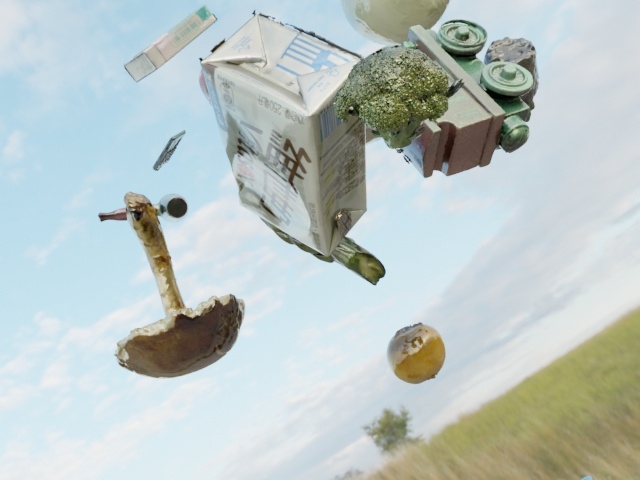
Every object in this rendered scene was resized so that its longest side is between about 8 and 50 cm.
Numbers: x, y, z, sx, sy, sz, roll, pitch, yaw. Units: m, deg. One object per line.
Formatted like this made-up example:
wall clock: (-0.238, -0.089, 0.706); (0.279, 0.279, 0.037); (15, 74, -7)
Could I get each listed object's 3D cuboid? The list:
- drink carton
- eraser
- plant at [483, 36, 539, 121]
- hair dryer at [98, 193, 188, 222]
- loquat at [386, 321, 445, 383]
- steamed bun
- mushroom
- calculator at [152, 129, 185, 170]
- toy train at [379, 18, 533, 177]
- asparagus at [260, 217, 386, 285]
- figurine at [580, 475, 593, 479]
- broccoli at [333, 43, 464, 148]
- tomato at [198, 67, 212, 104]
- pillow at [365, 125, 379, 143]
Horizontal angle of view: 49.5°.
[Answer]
drink carton: (-0.042, -0.146, 1.032); (0.132, 0.194, 0.324); (-48, -27, -25)
eraser: (-0.329, -0.438, 1.534); (0.095, 0.052, 0.225); (-12, 33, 46)
plant: (0.441, -0.368, 1.631); (0.129, 0.132, 0.194); (-54, -32, -36)
hair dryer: (-0.308, -0.048, 1.215); (0.154, 0.054, 0.106); (-11, 5, -11)
loquat: (0.223, 0.260, 1.603); (0.141, 0.141, 0.141); (-27, -22, -12)
steamed bun: (0.176, -0.659, 1.739); (0.233, 0.312, 0.334); (18, -9, -29)
mushroom: (-0.233, 0.090, 1.207); (0.208, 0.302, 0.233); (4, -12, 6)
calculator: (-0.407, -0.239, 1.859); (0.057, 0.018, 0.172); (-45, 3, -38)
toy train: (0.204, -0.245, 1.159); (0.221, 0.304, 0.150); (-18, -38, -17)
asparagus: (0.000, 0.000, 1.392); (0.080, 0.287, 0.080); (-59, -13, -23)
figurine: (0.532, 0.516, 1.206); (0.103, 0.260, 0.205); (-44, 1, 11)
broccoli: (0.087, -0.167, 0.812); (0.131, 0.130, 0.120); (-44, -39, -38)
tomato: (-0.207, -0.424, 1.863); (0.188, 0.232, 0.232); (-56, -18, -12)
pillow: (0.040, -0.204, 1.326); (0.173, 0.067, 0.270); (-9, 5, 34)
